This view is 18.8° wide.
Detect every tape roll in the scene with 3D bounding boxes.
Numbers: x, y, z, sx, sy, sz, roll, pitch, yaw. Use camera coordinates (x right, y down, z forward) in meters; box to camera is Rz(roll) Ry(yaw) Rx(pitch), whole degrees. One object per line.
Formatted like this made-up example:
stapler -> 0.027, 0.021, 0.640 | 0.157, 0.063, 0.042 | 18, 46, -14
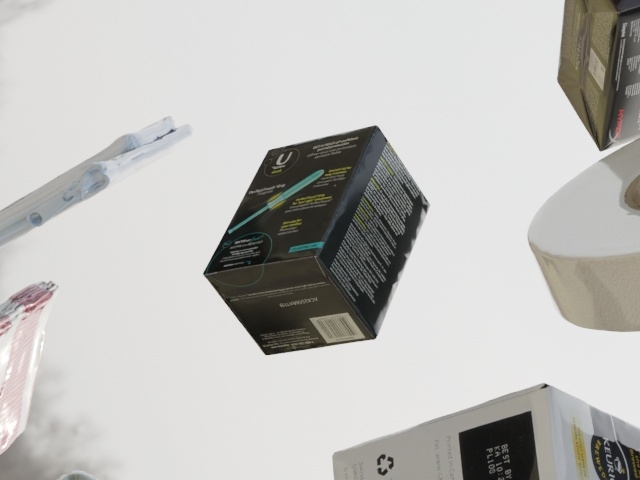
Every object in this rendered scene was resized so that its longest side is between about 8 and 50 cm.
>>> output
tape roll -> 0.361, -0.043, 1.608 | 0.072, 0.392, 0.392 | 66, -13, -13

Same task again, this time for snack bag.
snack bag -> -0.273, -0.004, 1.553 | 0.037, 0.323, 0.342 | 61, 11, -5

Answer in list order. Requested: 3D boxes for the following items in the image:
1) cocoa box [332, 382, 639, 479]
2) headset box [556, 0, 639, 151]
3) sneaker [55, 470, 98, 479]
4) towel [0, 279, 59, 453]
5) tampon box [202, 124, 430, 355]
cocoa box -> 0.174, 0.331, 1.602 | 0.228, 0.231, 0.347 | 25, 52, -48
headset box -> 0.394, -0.233, 1.921 | 0.218, 0.293, 0.110 | 85, -17, -55
sneaker -> -0.225, 0.347, 1.745 | 0.118, 0.110, 0.292 | 110, -22, -58
towel -> -0.420, 0.195, 2.440 | 0.329, 0.037, 0.237 | -43, 149, -70
tampon box -> 0.000, 0.000, 1.630 | 0.120, 0.161, 0.101 | -10, -51, 35
